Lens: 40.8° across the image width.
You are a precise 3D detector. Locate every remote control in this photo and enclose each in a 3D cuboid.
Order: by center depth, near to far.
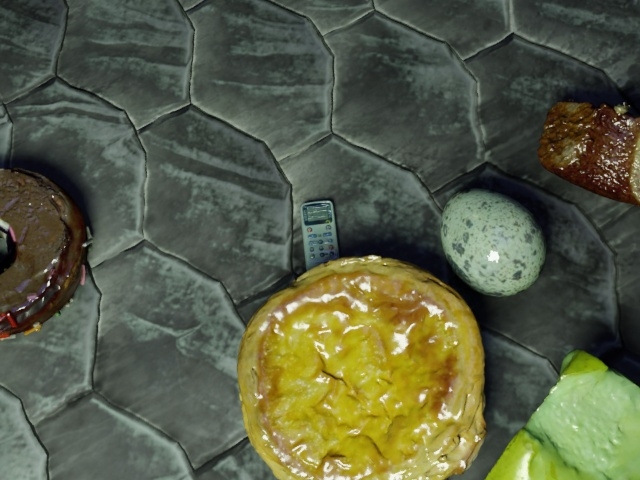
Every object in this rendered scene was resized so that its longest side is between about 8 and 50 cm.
[{"bbox_3d":[0.000,0.000,1.264,0.053,0.018,0.124,-6,68,2],"label":"remote control"}]

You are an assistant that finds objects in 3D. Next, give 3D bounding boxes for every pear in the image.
[{"bbox_3d":[0.351,0.304,1.030,0.282,0.176,0.286,38,77,17],"label":"pear"}]

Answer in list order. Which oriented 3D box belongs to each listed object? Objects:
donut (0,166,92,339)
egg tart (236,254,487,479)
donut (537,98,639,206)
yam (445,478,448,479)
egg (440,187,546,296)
[{"bbox_3d":[-0.462,0.021,1.254,0.270,0.103,0.269,-3,68,7],"label":"donut"},{"bbox_3d":[0.053,0.184,1.122,0.342,0.129,0.340,-4,68,9],"label":"egg tart"},{"bbox_3d":[0.423,-0.121,1.229,0.187,0.144,0.126,28,78,-17],"label":"donut"},{"bbox_3d":[0.148,0.304,1.117,0.045,0.045,0.326,-1,59,50],"label":"yam"},{"bbox_3d":[0.233,-0.001,1.184,0.132,0.132,0.172,-28,56,-6],"label":"egg"}]
